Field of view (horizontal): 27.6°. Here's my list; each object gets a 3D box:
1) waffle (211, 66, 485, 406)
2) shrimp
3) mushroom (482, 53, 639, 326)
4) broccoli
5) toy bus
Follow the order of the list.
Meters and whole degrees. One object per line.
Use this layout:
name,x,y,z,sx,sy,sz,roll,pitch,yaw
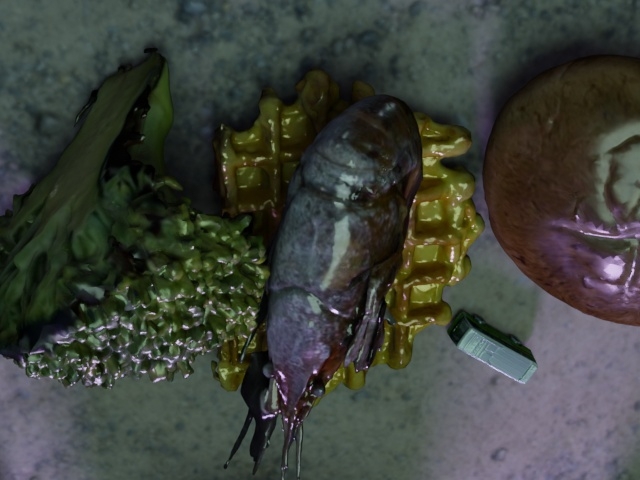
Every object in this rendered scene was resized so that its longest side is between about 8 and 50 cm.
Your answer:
waffle,0.000,0.000,1.108,0.309,0.065,0.283,-44,116,10
shrimp,0.001,0.047,1.025,0.117,0.145,0.343,20,107,7
mushroom,0.272,-0.039,1.076,0.278,0.146,0.278,7,129,8
broccoli,-0.136,0.009,1.020,0.242,0.273,0.180,-11,138,45
toy bus,0.157,0.098,1.191,0.083,0.037,0.031,29,108,-19
